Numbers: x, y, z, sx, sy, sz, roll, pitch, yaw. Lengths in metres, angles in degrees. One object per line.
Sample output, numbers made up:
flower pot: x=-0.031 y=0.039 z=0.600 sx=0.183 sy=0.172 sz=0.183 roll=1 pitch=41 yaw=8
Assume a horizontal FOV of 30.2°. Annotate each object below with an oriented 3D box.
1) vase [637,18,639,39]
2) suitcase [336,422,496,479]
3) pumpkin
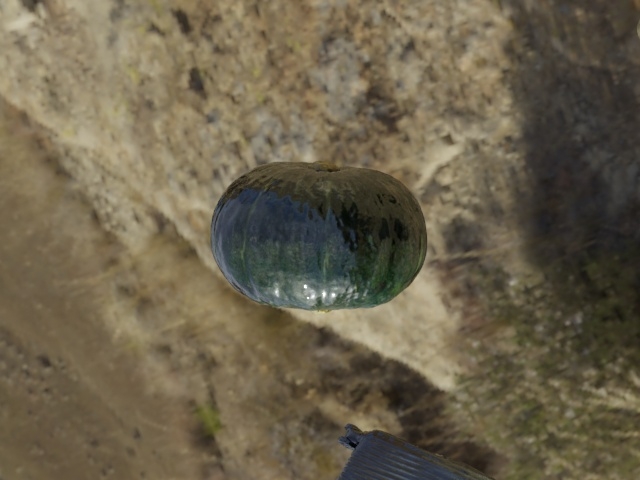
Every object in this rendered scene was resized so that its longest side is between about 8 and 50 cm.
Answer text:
vase: x=0.243 y=-0.311 z=0.655 sx=0.329 sy=0.241 sz=0.302 roll=-39 pitch=76 yaw=32
suitcase: x=0.128 y=0.360 z=1.427 sx=0.312 sy=0.202 sz=0.128 roll=18 pitch=158 yaw=36
pumpkin: x=-0.001 y=-0.001 z=1.148 sx=0.212 sy=0.212 sz=0.152 roll=20 pitch=101 yaw=58
